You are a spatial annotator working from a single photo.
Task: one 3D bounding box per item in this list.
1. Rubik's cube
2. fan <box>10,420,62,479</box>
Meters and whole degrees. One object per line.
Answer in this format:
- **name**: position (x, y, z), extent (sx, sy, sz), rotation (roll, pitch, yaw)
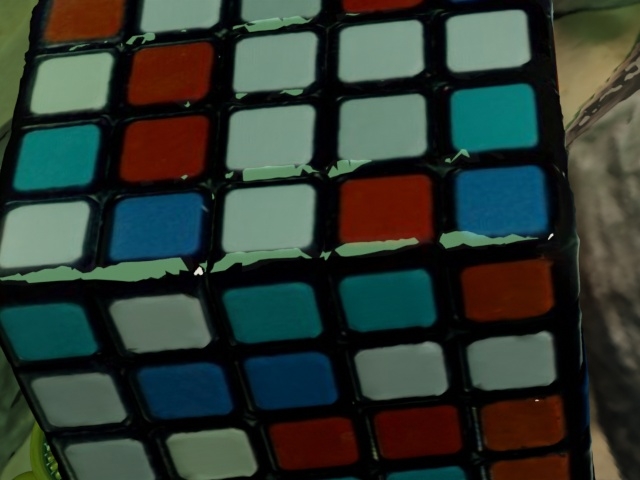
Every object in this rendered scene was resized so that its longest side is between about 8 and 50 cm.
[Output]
- **Rubik's cube**: position (0.000, 0.000, 0.601), extent (0.187, 0.182, 0.184), rotation (-7, 47, 6)
- **fan**: position (-0.108, 0.108, 0.705), extent (0.155, 0.039, 0.082), rotation (-39, 44, -3)
